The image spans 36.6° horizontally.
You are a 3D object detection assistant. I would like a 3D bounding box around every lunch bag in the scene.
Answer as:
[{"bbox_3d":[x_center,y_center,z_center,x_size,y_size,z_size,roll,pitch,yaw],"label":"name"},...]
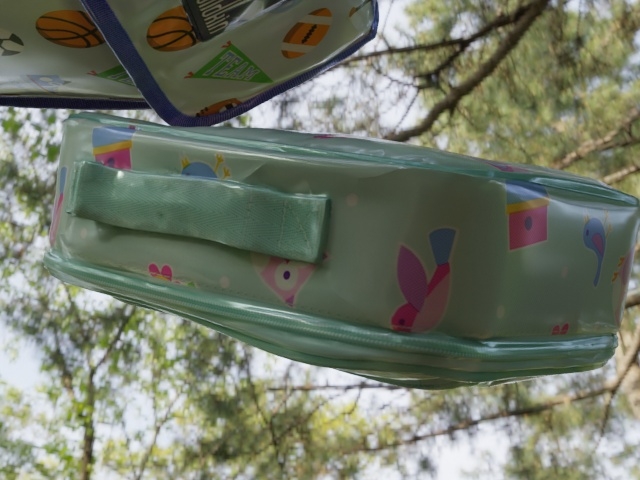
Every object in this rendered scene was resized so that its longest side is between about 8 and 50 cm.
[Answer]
[{"bbox_3d":[-0.156,-0.240,0.696,0.385,0.239,0.328,3,-19,9],"label":"lunch bag"},{"bbox_3d":[0.000,0.000,0.502,0.279,0.108,0.224,10,5,38],"label":"lunch bag"}]
